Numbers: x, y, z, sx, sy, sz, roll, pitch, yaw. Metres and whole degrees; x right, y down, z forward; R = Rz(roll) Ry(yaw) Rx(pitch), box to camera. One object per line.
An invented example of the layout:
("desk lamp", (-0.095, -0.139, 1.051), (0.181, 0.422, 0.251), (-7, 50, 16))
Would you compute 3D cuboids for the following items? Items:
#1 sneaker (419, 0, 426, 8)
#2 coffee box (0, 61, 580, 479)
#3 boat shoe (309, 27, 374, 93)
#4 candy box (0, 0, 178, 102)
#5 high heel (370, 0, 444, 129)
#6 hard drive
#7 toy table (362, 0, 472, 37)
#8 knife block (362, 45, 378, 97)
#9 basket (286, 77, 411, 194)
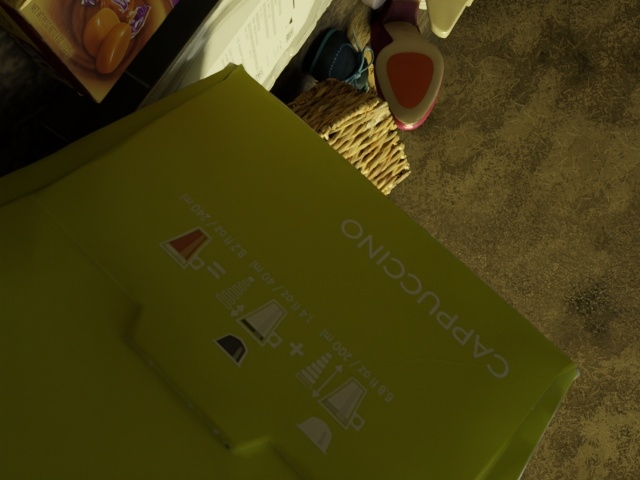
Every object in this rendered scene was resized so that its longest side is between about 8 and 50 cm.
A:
("sneaker", (0.285, -0.616, 1.219), (0.305, 0.114, 0.152), (-59, 177, 24))
("coffee box", (-0.094, 0.143, 0.448), (0.338, 0.338, 0.334), (-40, 167, -36))
("boat shoe", (0.050, -0.305, 1.038), (0.109, 0.089, 0.258), (-58, 176, 17))
("candy box", (-0.110, -0.184, 0.344), (0.186, 0.053, 0.109), (-58, 175, -9))
("high heel", (0.152, -0.316, 1.135), (0.181, 0.127, 0.377), (101, -3, -58))
("hard drive", (-0.084, -0.188, 0.550), (0.339, 0.064, 0.237), (-57, 176, -8))
("toy table", (0.211, -0.491, 1.017), (0.274, 0.161, 0.252), (-59, 176, 14))
("knife block", (0.093, -0.328, 1.400), (0.242, 0.088, 0.275), (-57, 176, 21))
("basket", (-0.049, -0.120, 0.940), (0.299, 0.223, 0.213), (-45, 140, -9))
